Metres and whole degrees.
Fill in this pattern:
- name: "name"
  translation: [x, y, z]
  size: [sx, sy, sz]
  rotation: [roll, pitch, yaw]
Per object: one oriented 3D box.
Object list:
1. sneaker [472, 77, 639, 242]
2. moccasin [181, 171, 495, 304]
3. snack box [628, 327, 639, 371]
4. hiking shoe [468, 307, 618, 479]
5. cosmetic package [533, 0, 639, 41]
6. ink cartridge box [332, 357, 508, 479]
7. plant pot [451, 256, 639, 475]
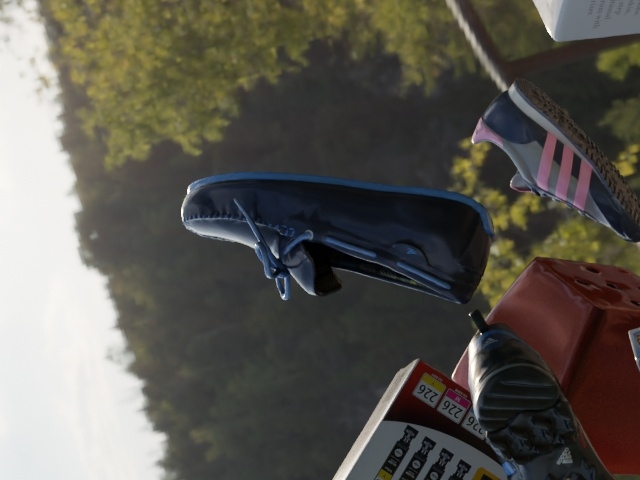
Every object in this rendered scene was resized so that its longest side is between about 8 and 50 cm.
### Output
- name: "sneaker"
  translation: [0.373, -0.100, 1.665]
  size: [0.319, 0.131, 0.112]
  rotation: [47, -152, 0]
- name: "moccasin"
  translation: [0.000, 0.000, 1.090]
  size: [0.137, 0.341, 0.117]
  rotation: [28, -110, -59]
- name: "snack box"
  translation: [0.466, 0.110, 1.292]
  size: [0.064, 0.178, 0.022]
  rotation: [-80, -32, -59]
- name: "hiking shoe"
  translation: [0.230, 0.211, 1.081]
  size: [0.132, 0.113, 0.304]
  rotation: [-97, -14, -59]
- name: "cosmetic package"
  translation: [0.468, -0.380, 1.196]
  size: [0.230, 0.453, 0.162]
  rotation: [93, 166, -50]
- name: "ink cartridge box"
  translation: [0.168, 0.346, 1.303]
  size: [0.309, 0.272, 0.130]
  rotation: [32, 165, 2]
- name: "plant pot"
  translation: [0.392, 0.170, 1.575]
  size: [0.267, 0.267, 0.236]
  rotation: [-131, 52, -59]
